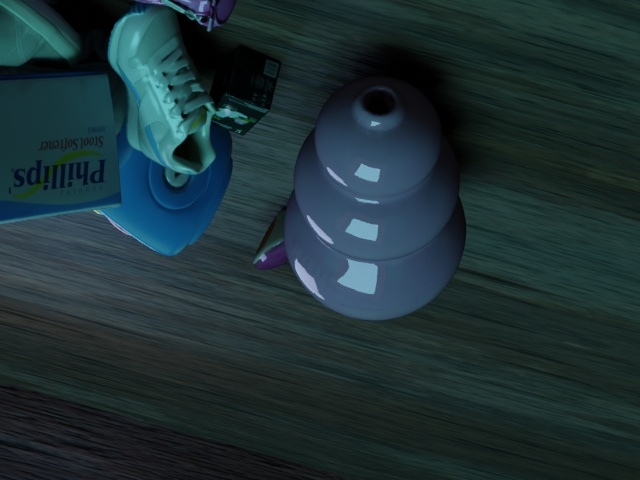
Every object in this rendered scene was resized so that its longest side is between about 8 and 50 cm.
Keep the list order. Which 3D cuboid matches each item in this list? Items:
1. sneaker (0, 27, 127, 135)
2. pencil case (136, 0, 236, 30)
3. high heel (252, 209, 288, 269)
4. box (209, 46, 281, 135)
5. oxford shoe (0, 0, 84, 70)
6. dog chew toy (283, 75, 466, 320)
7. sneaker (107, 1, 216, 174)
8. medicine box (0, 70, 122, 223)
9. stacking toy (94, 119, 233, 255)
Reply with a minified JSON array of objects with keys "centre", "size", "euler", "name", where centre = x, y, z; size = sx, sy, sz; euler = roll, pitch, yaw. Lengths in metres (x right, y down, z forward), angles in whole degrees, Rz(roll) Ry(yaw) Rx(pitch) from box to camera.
[{"centre":[-0.312,-0.158,1.664],"size":[0.292,0.118,0.110],"euler":[-5,153,44],"name":"sneaker"},{"centre":[-0.180,-0.256,1.360],"size":[0.209,0.098,0.095],"euler":[12,158,9],"name":"pencil case"},{"centre":[0.000,0.000,1.900],"size":[0.117,0.082,0.244],"euler":[30,143,-12],"name":"high heel"},{"centre":[-0.085,-0.160,1.582],"size":[0.052,0.062,0.083],"euler":[20,157,-18],"name":"box"},{"centre":[-0.355,-0.221,1.368],"size":[0.169,0.130,0.449],"euler":[35,-176,12],"name":"oxford shoe"},{"centre":[0.060,-0.053,1.584],"size":[0.207,0.206,0.332],"euler":[12,151,8],"name":"dog chew toy"},{"centre":[-0.156,-0.162,1.527],"size":[0.092,0.087,0.228],"euler":[32,152,24],"name":"sneaker"},{"centre":[-0.400,-0.087,1.510],"size":[0.289,0.149,0.263],"euler":[-2,-174,37],"name":"medicine box"},{"centre":[-0.266,-0.097,1.771],"size":[0.302,0.175,0.166],"euler":[10,160,43],"name":"stacking toy"}]
